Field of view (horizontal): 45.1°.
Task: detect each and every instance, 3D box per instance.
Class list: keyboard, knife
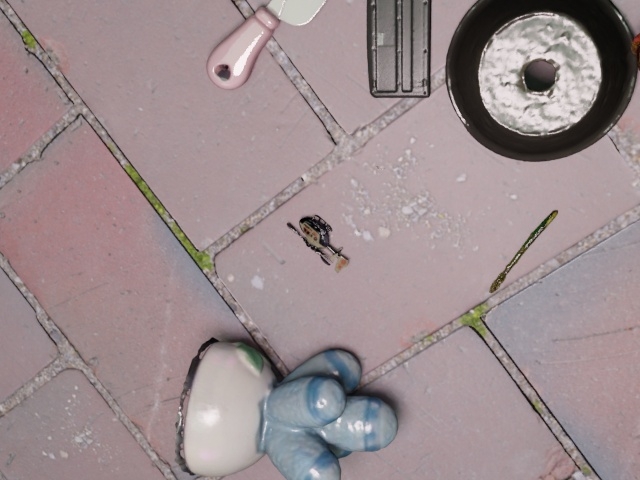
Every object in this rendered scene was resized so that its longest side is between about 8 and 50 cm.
[{"bbox_3d":[0.119,-0.296,1.147,0.104,0.041,0.380,3,99,15],"label":"keyboard"},{"bbox_3d":[-0.049,-0.357,1.171,0.081,0.043,0.336,44,109,-6],"label":"knife"}]

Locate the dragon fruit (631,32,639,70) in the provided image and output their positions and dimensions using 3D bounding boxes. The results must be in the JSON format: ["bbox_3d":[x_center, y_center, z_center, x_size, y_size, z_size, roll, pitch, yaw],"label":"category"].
[{"bbox_3d":[0.514,-0.260,0.975,0.210,0.172,0.172,9,107,1],"label":"dragon fruit"}]

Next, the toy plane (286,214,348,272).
[{"bbox_3d":[0.000,0.000,1.257,0.121,0.031,0.049,42,116,4],"label":"toy plane"}]

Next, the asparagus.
[{"bbox_3d":[0.311,0.018,1.188,0.016,0.013,0.166,41,111,13],"label":"asparagus"}]

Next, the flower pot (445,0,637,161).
[{"bbox_3d":[0.298,-0.226,1.047,0.269,0.166,0.268,4,107,13],"label":"flower pot"}]

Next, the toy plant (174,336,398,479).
[{"bbox_3d":[-0.041,0.288,1.248,0.333,0.247,0.247,5,106,11],"label":"toy plant"}]
